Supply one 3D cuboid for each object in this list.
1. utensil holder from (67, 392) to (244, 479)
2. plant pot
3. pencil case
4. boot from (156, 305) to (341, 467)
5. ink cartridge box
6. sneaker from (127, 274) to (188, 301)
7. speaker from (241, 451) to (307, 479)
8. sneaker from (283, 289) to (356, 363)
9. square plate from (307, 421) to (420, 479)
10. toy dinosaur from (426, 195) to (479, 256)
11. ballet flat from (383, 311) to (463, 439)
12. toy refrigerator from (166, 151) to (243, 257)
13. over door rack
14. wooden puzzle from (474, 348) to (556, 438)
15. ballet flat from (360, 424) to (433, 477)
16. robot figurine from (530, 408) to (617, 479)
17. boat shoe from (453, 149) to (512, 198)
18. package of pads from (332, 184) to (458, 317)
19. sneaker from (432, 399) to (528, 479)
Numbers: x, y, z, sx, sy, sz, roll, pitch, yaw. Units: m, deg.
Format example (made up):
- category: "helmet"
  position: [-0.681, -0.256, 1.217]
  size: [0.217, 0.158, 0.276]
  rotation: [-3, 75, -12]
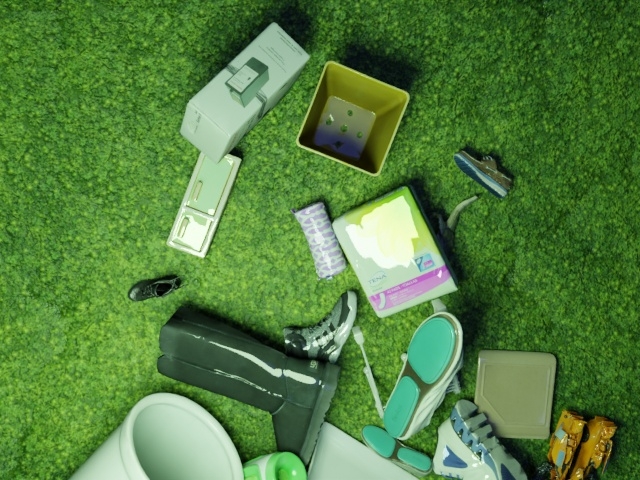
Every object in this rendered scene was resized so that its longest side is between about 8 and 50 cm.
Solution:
- category: "utensil holder"
  position: [-0.430, 0.613, 1.341]
  size: [0.328, 0.327, 0.385]
  rotation: [43, 105, -6]
- category: "plant pot"
  position: [0.069, -0.289, 1.404]
  size: [0.212, 0.187, 0.212]
  rotation: [21, 92, -5]
- category: "pencil case"
  position: [0.000, 0.000, 1.477]
  size: [0.088, 0.086, 0.205]
  rotation: [-17, 95, 26]
- category: "boot"
  position: [-0.210, 0.397, 1.450]
  size: [0.446, 0.146, 0.366]
  rotation: [17, 111, 0]
- category: "ink cartridge box"
  position: [-0.182, -0.339, 1.328]
  size: [0.121, 0.211, 0.289]
  rotation: [42, 71, -7]
- category: "sneaker"
  position: [-0.422, 0.123, 1.448]
  size: [0.170, 0.089, 0.051]
  rotation: [-16, 95, -3]
- category: "speaker"
  position: [-0.171, 0.630, 1.423]
  size: [0.297, 0.131, 0.131]
  rotation: [-36, 97, 34]
- category: "sneaker"
  position: [-0.012, 0.238, 1.479]
  size: [0.153, 0.101, 0.268]
  rotation: [23, 95, -8]
- category: "square plate"
  position: [0.089, 0.701, 1.446]
  size: [0.344, 0.347, 0.049]
  rotation: [34, 133, -9]
- category: "toy dinosaur"
  position: [0.319, -0.017, 1.507]
  size: [0.118, 0.064, 0.268]
  rotation: [23, 92, -20]
- category: "ballet flat"
  position: [0.271, 0.326, 1.378]
  size: [0.139, 0.139, 0.400]
  rotation: [15, 119, -5]
- category: "toy refrigerator"
  position: [-0.294, -0.099, 1.438]
  size: [0.102, 0.094, 0.269]
  rotation: [22, 93, -6]
- category: "over door rack"
  position: [0.227, 0.303, 1.476]
  size: [0.240, 0.108, 0.324]
  rotation: [-19, 121, -2]
- category: "wooden puzzle"
  position: [0.537, 0.426, 1.569]
  size: [0.221, 0.044, 0.238]
  rotation: [4, 90, -4]
- category: "ballet flat"
  position: [0.201, 0.581, 1.536]
  size: [0.213, 0.068, 0.072]
  rotation: [26, 52, 13]
- category: "robot figurine"
  position: [0.706, 0.625, 1.565]
  size: [0.211, 0.085, 0.290]
  rotation: [13, 95, -13]
- category: "boat shoe"
  position: [0.436, -0.190, 1.505]
  size: [0.183, 0.066, 0.066]
  rotation: [37, 86, -16]
- category: "package of pads"
  position: [0.188, 0.031, 1.451]
  size: [0.229, 0.101, 0.296]
  rotation: [-24, 95, 19]
- category: "sneaker"
  position: [0.408, 0.604, 1.495]
  size: [0.182, 0.128, 0.315]
  rotation: [-51, 53, 33]
